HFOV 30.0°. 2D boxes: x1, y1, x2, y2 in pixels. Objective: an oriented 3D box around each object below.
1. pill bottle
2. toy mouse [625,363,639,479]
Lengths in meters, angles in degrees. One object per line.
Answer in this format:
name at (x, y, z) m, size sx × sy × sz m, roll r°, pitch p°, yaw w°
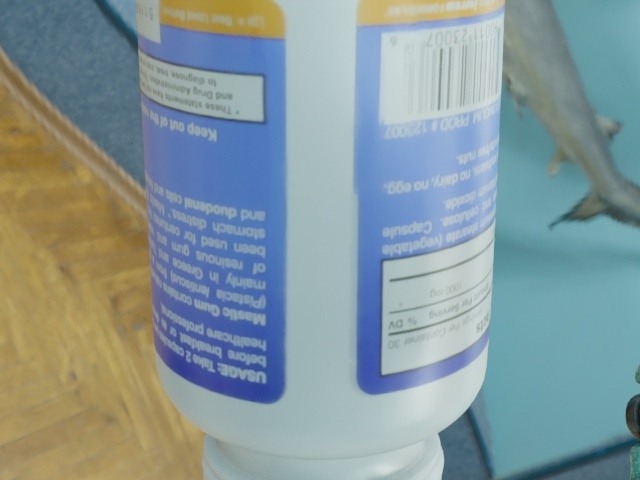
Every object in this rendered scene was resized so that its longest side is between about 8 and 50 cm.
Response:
pill bottle at (0.000, 0.000, 0.528) m, size 0.152 × 0.152 × 0.272 m, roll -47°, pitch 141°, yaw -65°
toy mouse at (0.120, 0.036, 0.283) m, size 0.031 × 0.161 × 0.143 m, roll 12°, pitch 32°, yaw -27°
